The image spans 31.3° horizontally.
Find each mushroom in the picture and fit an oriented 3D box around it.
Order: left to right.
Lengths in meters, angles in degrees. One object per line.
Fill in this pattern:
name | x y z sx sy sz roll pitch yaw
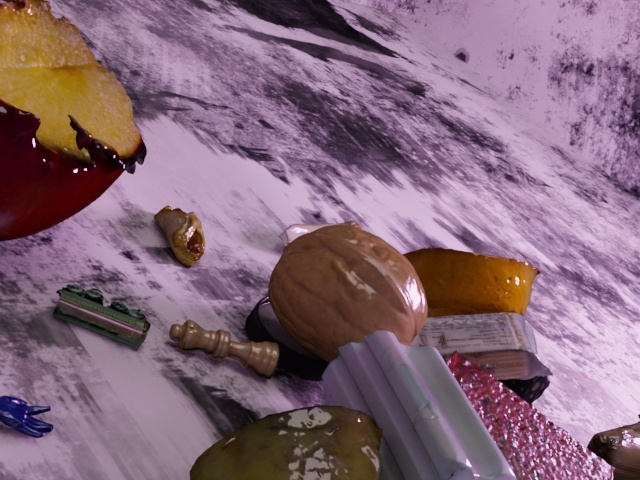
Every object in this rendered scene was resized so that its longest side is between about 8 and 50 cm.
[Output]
mushroom | 0.000 0.000 2.227 0.209 0.071 0.084 0 68 -42

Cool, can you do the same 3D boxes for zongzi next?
zongzi | 0.583 0.416 1.964 0.221 0.112 0.242 1 36 -49

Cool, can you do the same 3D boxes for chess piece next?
chess piece | -0.150 0.163 1.746 0.172 0.060 0.060 18 25 -17

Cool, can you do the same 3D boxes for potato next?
potato | 0.001 0.339 1.399 0.269 0.112 0.255 -9 47 -20

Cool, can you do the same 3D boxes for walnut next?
walnut | 0.042 0.089 1.819 0.261 0.225 0.225 37 25 16

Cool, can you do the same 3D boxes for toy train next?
toy train | -0.322 0.108 1.682 0.148 0.038 0.071 23 24 -11

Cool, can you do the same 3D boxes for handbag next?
handbag | 0.364 0.268 2.054 0.072 0.115 0.139 45 11 34

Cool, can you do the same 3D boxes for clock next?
clock | -0.034 0.158 1.895 0.184 0.040 0.184 24 24 -11

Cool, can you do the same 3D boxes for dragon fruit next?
dragon fruit | 0.260 0.348 1.731 0.317 0.152 0.205 38 37 6

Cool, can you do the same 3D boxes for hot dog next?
hot dog | -0.240 -0.022 2.007 0.078 0.061 0.169 11 29 -38

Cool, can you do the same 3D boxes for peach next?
peach | -0.460 -0.183 1.727 0.416 0.353 0.339 -23 83 -35

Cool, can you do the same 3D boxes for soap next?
soap | 0.116 0.279 1.607 0.115 0.208 0.347 16 25 -30

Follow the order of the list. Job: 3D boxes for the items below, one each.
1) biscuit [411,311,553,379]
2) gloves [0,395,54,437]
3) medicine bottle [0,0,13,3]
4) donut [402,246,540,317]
biscuit | 0.231 0.184 1.976 0.309 0.079 0.186 -6 26 -2
gloves | -0.372 0.217 1.420 0.086 0.026 0.064 21 22 -16
medicine bottle | -0.620 -0.341 1.993 0.256 0.256 0.325 29 16 1
donut | 0.266 0.097 2.139 0.277 0.108 0.277 6 -15 2
